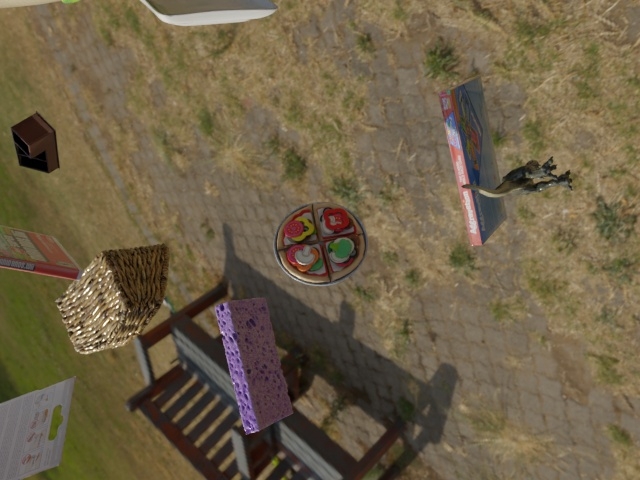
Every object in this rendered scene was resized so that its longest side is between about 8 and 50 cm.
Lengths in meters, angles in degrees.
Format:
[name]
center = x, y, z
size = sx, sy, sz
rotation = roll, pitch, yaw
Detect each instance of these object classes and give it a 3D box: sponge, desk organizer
[sponge]
center = -0.108, 0.202, 0.978
size = 0.031, 0.117, 0.210
rotation = -21, 78, 24
[desk organizer]
center = -0.480, -0.156, 0.993
size = 0.047, 0.050, 0.130
rotation = 45, 150, 2

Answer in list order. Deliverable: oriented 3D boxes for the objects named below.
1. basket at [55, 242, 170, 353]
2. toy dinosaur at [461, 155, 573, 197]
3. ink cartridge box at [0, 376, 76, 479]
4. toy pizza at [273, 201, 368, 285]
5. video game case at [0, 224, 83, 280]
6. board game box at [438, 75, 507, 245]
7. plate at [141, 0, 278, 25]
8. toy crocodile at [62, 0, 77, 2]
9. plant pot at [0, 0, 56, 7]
[basket]
center = -0.532, 0.169, 1.610
size = 0.299, 0.223, 0.213
rotation = -38, 74, 31
[toy dinosaur]
center = 0.349, -0.102, 0.993
size = 0.118, 0.268, 0.064
rotation = -7, 95, 38
[ink cartridge box]
center = -0.528, 0.358, 1.033
size = 0.181, 0.225, 0.056
rotation = -105, -7, -48
[toy pizza]
center = 0.000, 0.000, 1.245
size = 0.201, 0.201, 0.032
rotation = 40, 160, 20
[video game case]
center = -0.612, 0.004, 1.091
size = 0.204, 0.285, 0.025
rotation = 29, 99, 47
[board game box]
center = 0.284, -0.147, 1.076
size = 0.027, 0.145, 0.281
rotation = -4, 109, 37
[plate]
center = -0.277, -0.537, 1.302
size = 0.277, 0.278, 0.045
rotation = 45, 139, 37
[toy crocodile]
center = -0.438, -0.561, 1.138
size = 0.340, 0.105, 0.115
rotation = -19, 104, 28
[plant pot]
center = -0.406, -0.482, 0.904
size = 0.274, 0.256, 0.256
rotation = 10, 131, 12
